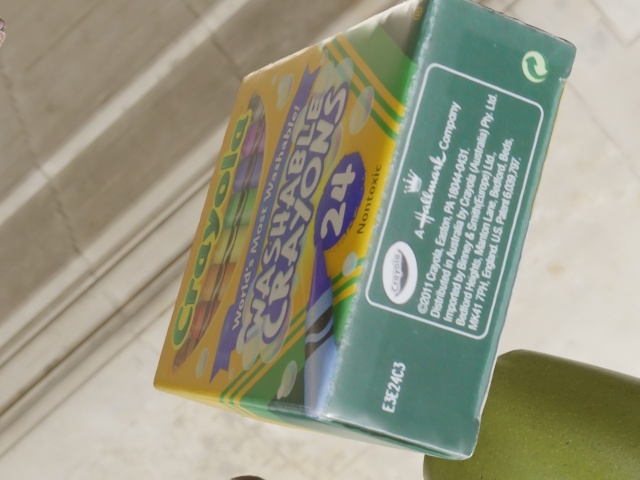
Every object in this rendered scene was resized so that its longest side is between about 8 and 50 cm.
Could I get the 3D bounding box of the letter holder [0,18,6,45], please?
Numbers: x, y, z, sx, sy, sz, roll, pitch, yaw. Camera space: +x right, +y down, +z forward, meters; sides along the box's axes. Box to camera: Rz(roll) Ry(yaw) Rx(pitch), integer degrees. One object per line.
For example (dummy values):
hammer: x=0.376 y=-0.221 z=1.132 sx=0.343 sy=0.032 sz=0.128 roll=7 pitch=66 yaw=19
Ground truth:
letter holder: x=-0.353 y=-0.167 z=1.019 sx=0.214 sy=0.302 sz=0.152 roll=-1 pitch=-102 yaw=-31

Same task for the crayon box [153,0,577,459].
crayon box: x=0.000 y=0.000 z=0.814 sx=0.083 sy=0.203 sz=0.323 roll=19 pitch=170 yaw=-19

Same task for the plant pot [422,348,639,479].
plant pot: x=0.226 y=0.211 z=1.090 sx=0.293 sy=0.275 sz=0.275 roll=36 pitch=178 yaw=35

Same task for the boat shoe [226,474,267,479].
boat shoe: x=-0.140 y=0.289 z=1.075 sx=0.111 sy=0.307 sz=0.104 roll=54 pitch=174 yaw=-30
